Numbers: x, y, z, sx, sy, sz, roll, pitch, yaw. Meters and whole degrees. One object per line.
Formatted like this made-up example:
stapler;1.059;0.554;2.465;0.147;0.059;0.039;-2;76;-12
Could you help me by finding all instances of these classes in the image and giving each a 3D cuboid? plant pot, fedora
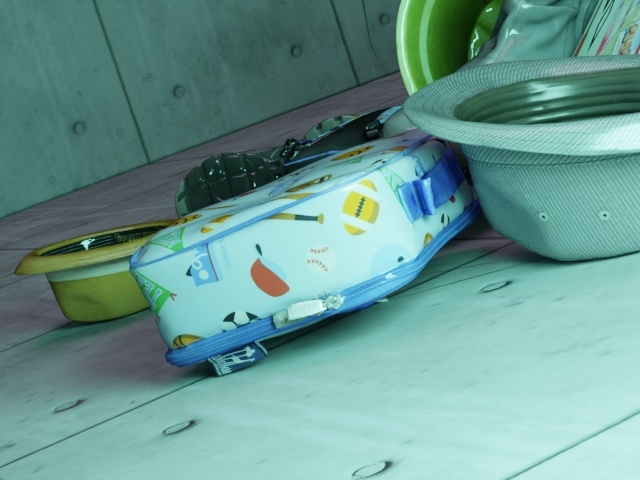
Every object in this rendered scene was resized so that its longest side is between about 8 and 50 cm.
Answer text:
plant pot;0.237;-0.212;1.942;0.276;0.276;0.254;-17;-3;10
fedora;-0.208;0.034;1.789;0.194;0.079;0.194;-12;8;2
fedora;0.208;-0.061;1.352;0.275;0.124;0.244;-1;18;26

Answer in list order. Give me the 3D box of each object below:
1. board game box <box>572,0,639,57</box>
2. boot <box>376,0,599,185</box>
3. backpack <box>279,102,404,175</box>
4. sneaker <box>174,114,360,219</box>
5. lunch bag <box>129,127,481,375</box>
board game box;0.291;-0.185;1.544;0.046;0.317;0.213;26;-2;-13
boot;0.177;-0.192;1.639;0.118;0.222;0.338;27;32;21
backpack;0.072;-0.076;1.767;0.158;0.116;0.173;-10;13;46
sneaker;-0.043;-0.067;2.125;0.267;0.101;0.106;-17;-13;13
lunch bag;0.000;0.000;1.408;0.243;0.115;0.303;-20;7;20
